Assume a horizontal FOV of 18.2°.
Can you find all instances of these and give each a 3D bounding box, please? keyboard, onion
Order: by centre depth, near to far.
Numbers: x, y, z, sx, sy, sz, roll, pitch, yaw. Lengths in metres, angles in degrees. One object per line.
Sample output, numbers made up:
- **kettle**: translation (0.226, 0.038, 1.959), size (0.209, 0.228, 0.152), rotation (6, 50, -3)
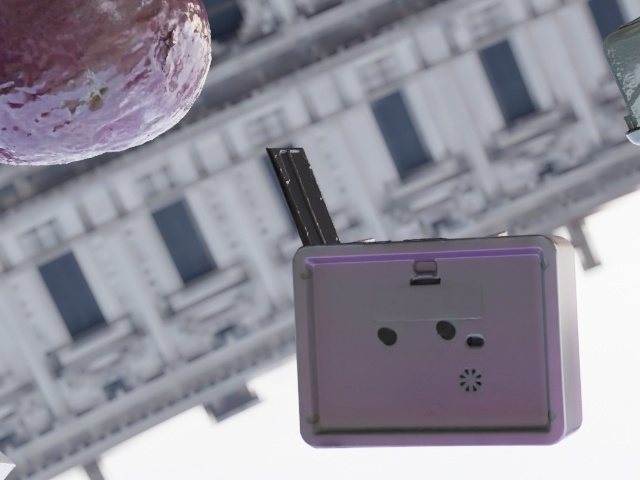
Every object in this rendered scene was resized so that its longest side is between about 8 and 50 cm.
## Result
- **onion**: translation (-0.267, -0.175, 1.645), size (0.348, 0.267, 0.159), rotation (-30, 168, 12)
- **keyboard**: translation (0.000, 0.000, 1.909), size (0.010, 0.198, 0.063), rotation (-29, 165, 32)

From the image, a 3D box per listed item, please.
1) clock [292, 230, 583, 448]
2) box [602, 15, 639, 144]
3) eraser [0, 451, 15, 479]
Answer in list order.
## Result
- **clock**: translation (0.083, 0.070, 1.424), size (0.197, 0.150, 0.063), rotation (-3, 180, 21)
- **box**: translation (0.304, -0.152, 1.542), size (0.124, 0.093, 0.172), rotation (-31, -175, -33)
- **eraser**: translation (-0.395, 0.231, 2.040), size (0.076, 0.078, 0.298), rotation (-51, 172, -3)
